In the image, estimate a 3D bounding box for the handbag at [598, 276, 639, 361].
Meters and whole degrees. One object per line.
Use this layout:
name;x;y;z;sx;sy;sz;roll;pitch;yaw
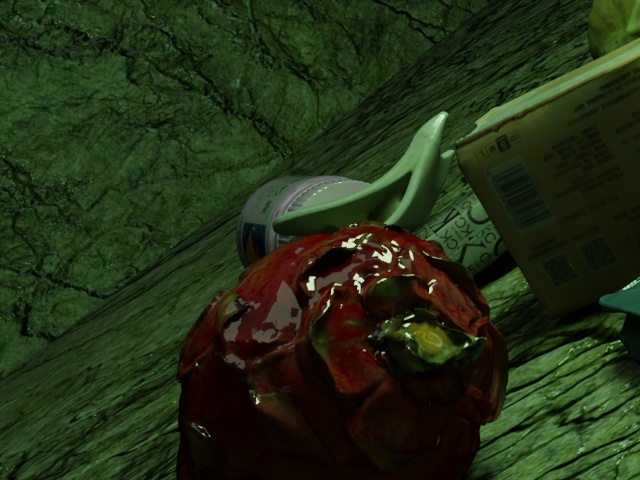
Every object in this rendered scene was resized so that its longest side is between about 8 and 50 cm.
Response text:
handbag;0.353;0.041;1.444;0.179;0.062;0.229;-33;10;-12

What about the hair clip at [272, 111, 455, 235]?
hair clip;0.062;-0.025;2.093;0.282;0.113;0.172;-29;-16;-1

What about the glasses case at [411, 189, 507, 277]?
glasses case;0.154;0.011;2.030;0.355;0.085;0.137;-36;1;6

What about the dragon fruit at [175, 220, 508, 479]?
dragon fruit;0.014;0.130;1.488;0.342;0.277;0.277;-35;6;46

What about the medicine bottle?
medicine bottle;0.000;0.000;2.307;0.178;0.178;0.291;-36;11;-11

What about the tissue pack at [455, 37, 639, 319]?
tissue pack;0.332;-0.094;1.690;0.305;0.238;0.238;-26;13;39

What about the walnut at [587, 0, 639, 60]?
walnut;0.441;-0.234;1.931;0.283;0.227;0.283;-22;-34;-16
